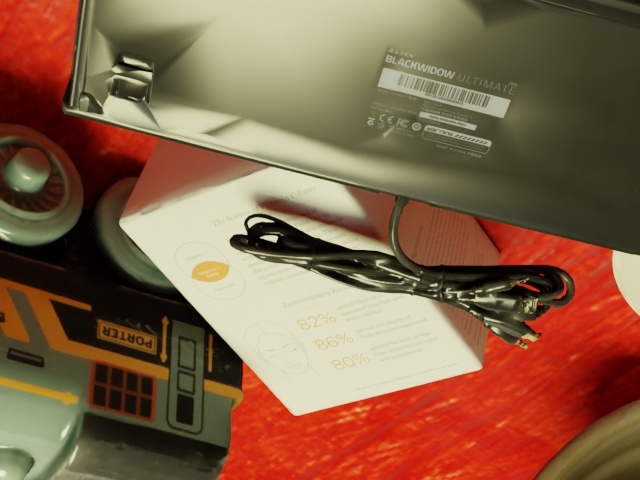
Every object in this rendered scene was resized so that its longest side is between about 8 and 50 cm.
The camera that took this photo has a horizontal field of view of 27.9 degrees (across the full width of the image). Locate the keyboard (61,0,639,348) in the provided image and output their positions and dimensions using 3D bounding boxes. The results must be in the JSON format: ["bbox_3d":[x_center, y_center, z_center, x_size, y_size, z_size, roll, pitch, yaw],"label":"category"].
[{"bbox_3d":[0.044,-0.043,0.578,0.317,0.033,0.202,14,132,-5],"label":"keyboard"}]

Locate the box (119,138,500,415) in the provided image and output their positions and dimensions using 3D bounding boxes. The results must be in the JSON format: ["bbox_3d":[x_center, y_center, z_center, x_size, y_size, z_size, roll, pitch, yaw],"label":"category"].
[{"bbox_3d":[0.000,0.000,0.711,0.130,0.091,0.170,-18,126,31],"label":"box"}]

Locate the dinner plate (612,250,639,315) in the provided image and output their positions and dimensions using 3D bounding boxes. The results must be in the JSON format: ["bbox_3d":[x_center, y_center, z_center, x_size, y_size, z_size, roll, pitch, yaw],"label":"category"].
[{"bbox_3d":[0.232,0.018,0.710,0.141,0.017,0.141,9,137,9],"label":"dinner plate"}]

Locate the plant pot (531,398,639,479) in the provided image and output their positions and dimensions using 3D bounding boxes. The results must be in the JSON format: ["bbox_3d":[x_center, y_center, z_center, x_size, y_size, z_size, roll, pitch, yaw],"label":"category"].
[{"bbox_3d":[0.248,0.287,0.795,0.323,0.323,0.280,11,152,7],"label":"plant pot"}]

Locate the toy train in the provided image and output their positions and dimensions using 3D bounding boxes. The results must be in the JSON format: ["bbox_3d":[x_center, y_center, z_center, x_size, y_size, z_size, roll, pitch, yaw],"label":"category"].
[{"bbox_3d":[-0.189,0.039,0.705,0.333,0.190,0.142,20,138,-29],"label":"toy train"}]
